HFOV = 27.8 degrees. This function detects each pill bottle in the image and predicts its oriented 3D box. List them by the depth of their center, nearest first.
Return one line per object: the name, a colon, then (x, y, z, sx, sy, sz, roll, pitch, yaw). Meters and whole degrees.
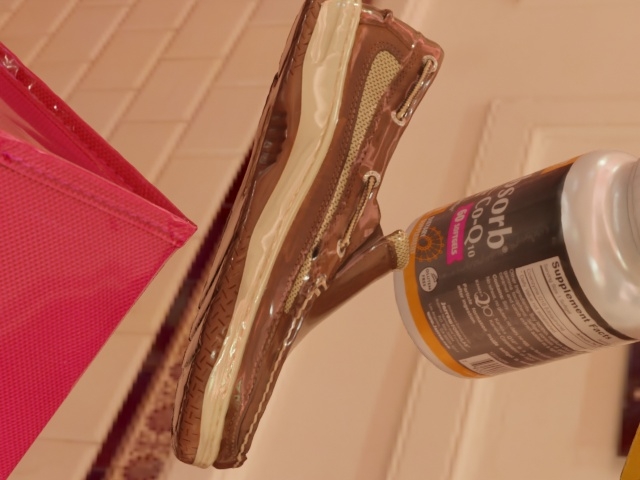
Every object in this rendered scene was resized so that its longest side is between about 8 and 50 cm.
pill bottle: (0.209, 0.016, 1.081, 0.162, 0.278, 0.162, 18, 62, -39)

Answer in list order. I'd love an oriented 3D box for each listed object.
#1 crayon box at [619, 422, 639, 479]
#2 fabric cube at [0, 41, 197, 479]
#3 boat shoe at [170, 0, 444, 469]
crayon box: (0.309, 0.061, 0.813, 0.165, 0.081, 0.278, 24, -85, 67)
fabric cube: (-0.249, -0.002, 0.383, 0.258, 0.254, 0.259, -54, 145, 6)
boat shoe: (0.002, -0.001, 0.661, 0.095, 0.095, 0.257, 159, -51, -79)
